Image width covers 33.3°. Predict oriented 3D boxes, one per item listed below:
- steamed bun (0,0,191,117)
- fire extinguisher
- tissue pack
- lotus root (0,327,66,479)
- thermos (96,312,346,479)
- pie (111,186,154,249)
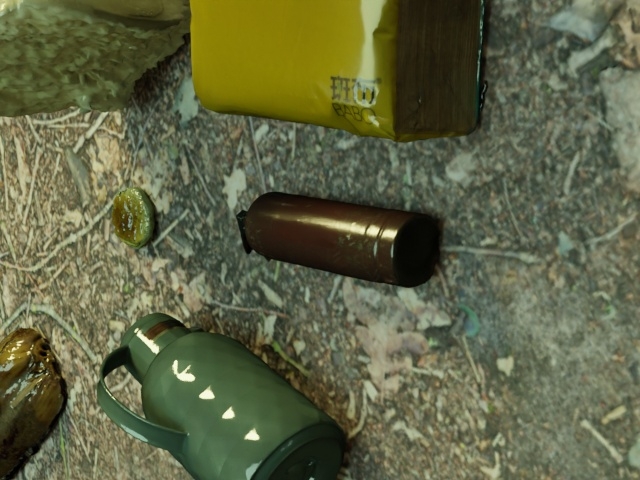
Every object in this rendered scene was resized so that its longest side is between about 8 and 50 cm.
[{"bbox_3d":[-0.273,-0.272,1.170,0.272,0.290,0.274,-3,86,33],"label":"steamed bun"},{"bbox_3d":[0.000,0.000,1.071,0.267,0.072,0.089,11,138,45],"label":"fire extinguisher"},{"bbox_3d":[0.007,-0.199,0.975,0.270,0.134,0.192,15,108,44],"label":"tissue pack"},{"bbox_3d":[-0.495,0.263,1.630,0.167,0.078,0.329,58,132,24],"label":"lotus root"},{"bbox_3d":[-0.125,0.184,1.153,0.286,0.182,0.145,34,122,35],"label":"thermos"},{"bbox_3d":[-0.236,-0.027,1.344,0.084,0.020,0.085,11,105,45],"label":"pie"}]
